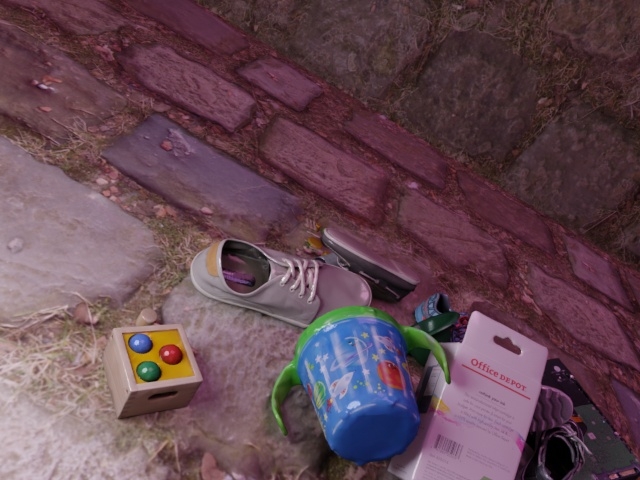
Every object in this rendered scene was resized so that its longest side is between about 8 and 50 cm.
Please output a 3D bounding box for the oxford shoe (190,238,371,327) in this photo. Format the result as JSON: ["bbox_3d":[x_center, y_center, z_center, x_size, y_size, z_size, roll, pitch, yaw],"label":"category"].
[{"bbox_3d":[-0.067,0.098,1.227,0.449,0.130,0.169,15,59,-24],"label":"oxford shoe"}]

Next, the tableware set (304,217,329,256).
[{"bbox_3d":[0.000,0.000,1.568,0.104,0.024,0.154,23,31,-23],"label":"tableware set"}]

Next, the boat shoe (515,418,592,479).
[{"bbox_3d":[0.519,0.454,1.165,0.306,0.105,0.113,-13,47,-46],"label":"boat shoe"}]

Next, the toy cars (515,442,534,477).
[{"bbox_3d":[0.458,0.555,1.146,0.176,0.087,0.393,18,34,-23],"label":"toy cars"}]

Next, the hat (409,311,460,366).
[{"bbox_3d":[0.295,0.306,1.362,0.208,0.173,0.183,-24,89,-22],"label":"hat"}]

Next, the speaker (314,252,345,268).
[{"bbox_3d":[0.039,0.060,1.485,0.055,0.055,0.136,46,34,21],"label":"speaker"}]

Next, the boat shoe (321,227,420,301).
[{"bbox_3d":[0.126,0.077,1.453,0.335,0.095,0.112,27,18,-27],"label":"boat shoe"}]

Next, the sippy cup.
[{"bbox_3d":[0.077,0.281,1.012,0.240,0.305,0.224,33,20,-25],"label":"sippy cup"}]

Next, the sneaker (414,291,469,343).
[{"bbox_3d":[0.355,0.249,1.441,0.104,0.125,0.262,2,43,-40],"label":"sneaker"}]

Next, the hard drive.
[{"bbox_3d":[0.598,0.459,1.349,0.237,0.064,0.339,-5,39,-19],"label":"hard drive"}]

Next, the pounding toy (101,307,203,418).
[{"bbox_3d":[-0.288,0.192,0.969,0.181,0.094,0.206,3,43,-40],"label":"pounding toy"}]

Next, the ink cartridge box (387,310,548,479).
[{"bbox_3d":[0.303,0.342,1.084,0.207,0.119,0.353,28,73,-9],"label":"ink cartridge box"}]

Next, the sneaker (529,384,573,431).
[{"bbox_3d":[0.427,0.368,1.233,0.115,0.281,0.105,-7,89,-61],"label":"sneaker"}]
